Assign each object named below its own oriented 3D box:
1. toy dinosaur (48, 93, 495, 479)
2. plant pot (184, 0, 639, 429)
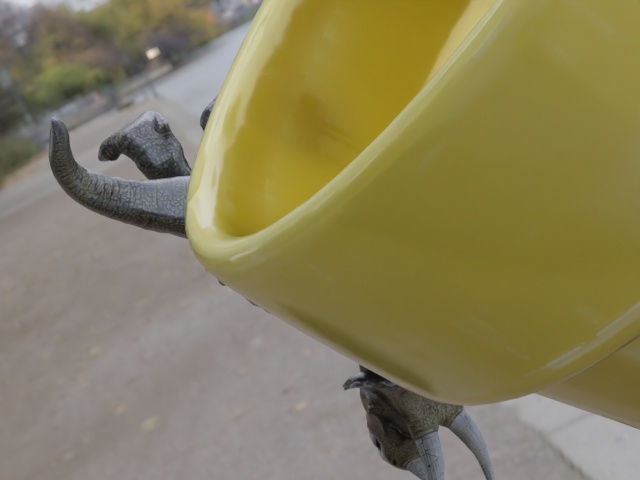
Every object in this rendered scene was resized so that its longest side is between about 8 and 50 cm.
[{"bbox_3d":[0.000,0.000,0.711,0.121,0.160,0.313,-51,-32,-8],"label":"toy dinosaur"},{"bbox_3d":[0.127,-0.041,0.458,0.254,0.239,0.254,-51,17,22],"label":"plant pot"}]
